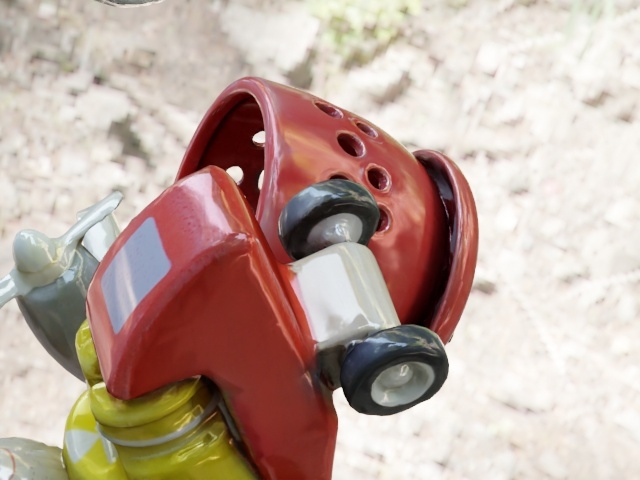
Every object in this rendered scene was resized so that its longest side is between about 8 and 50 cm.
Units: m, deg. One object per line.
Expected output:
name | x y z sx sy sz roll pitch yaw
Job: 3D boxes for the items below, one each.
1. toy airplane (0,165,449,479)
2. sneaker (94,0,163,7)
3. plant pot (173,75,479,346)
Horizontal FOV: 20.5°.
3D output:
toy airplane | -0.091 0.155 1.057 0.272 0.384 0.386 -9 2 -16
sneaker | -0.058 -0.222 0.691 0.094 0.091 0.258 2 79 -27
plant pot | 0.000 0.000 1.197 0.174 0.191 0.191 13 36 -25
